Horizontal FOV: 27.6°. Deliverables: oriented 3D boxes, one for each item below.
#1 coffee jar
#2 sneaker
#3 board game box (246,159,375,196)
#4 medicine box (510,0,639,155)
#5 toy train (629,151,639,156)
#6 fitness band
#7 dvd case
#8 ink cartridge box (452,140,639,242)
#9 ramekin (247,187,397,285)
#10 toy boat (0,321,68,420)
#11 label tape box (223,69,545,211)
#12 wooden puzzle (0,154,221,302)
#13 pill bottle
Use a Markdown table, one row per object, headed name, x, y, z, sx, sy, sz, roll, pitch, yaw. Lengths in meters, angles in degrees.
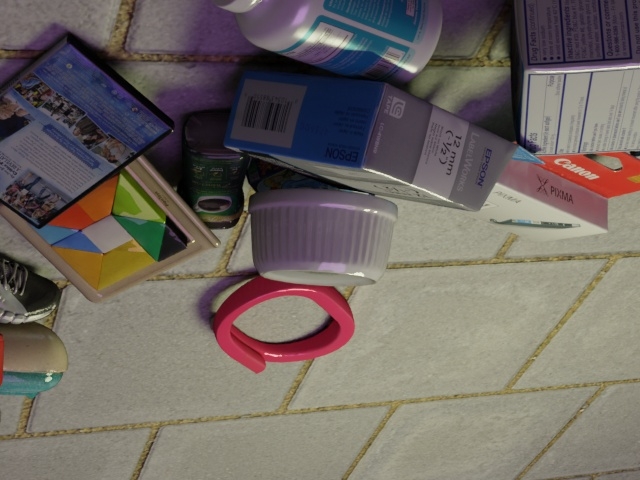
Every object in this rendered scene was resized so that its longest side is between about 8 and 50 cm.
| name | x | y | z | sx | sy | sz | roll | pitch | yaw |
| --- | --- | --- | --- | --- | --- | --- | --- | --- | --- |
| coffee jar | -0.145 | -0.089 | 1.766 | 0.096 | 0.079 | 0.184 | 1 | 145 | -11 |
| sneaker | -0.456 | 0.045 | 1.830 | 0.229 | 0.086 | 0.132 | 9 | 138 | -33 |
| board game box | -0.009 | -0.075 | 1.894 | 0.136 | 0.035 | 0.201 | -24 | 147 | 11 |
| medicine box | 0.388 | -0.227 | 1.633 | 0.289 | 0.149 | 0.263 | -2 | 160 | 6 |
| toy train | 0.512 | -0.180 | 1.906 | 0.080 | 0.105 | 0.184 | -5 | 146 | -18 |
| fitness band | -0.061 | 0.136 | 2.187 | 0.209 | 0.054 | 0.291 | -28 | 148 | 12 |
| dvd case | -0.333 | -0.129 | 1.626 | 0.253 | 0.022 | 0.180 | -33 | 127 | 24 |
| ink cartridge box | 0.344 | -0.076 | 1.939 | 0.261 | 0.066 | 0.296 | -11 | 159 | 44 |
| ramekin | 0.000 | 0.000 | 1.796 | 0.207 | 0.109 | 0.207 | 4 | 171 | 1 |
| toy boat | -0.492 | 0.189 | 1.860 | 0.268 | 0.148 | 0.318 | 7 | -179 | -16 |
| label tape box | 0.088 | -0.113 | 1.681 | 0.249 | 0.115 | 0.348 | 12 | 174 | 44 |
| wooden puzzle | -0.289 | -0.015 | 1.770 | 0.239 | 0.044 | 0.221 | -22 | 129 | 22 |
| pill bottle | 0.003 | -0.273 | 1.489 | 0.264 | 0.146 | 0.146 | 14 | 137 | -39 |
